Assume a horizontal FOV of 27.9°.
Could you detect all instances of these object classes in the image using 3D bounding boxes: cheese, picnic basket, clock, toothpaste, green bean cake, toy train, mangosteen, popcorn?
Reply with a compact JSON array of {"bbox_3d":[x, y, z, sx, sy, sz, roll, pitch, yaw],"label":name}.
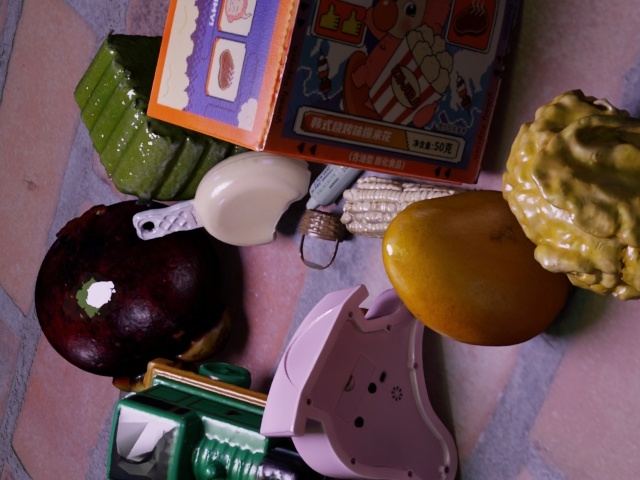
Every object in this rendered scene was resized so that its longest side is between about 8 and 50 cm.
[{"bbox_3d":[-0.144,-0.062,1.875,0.071,0.248,0.163,-103,20,-45],"label":"cheese"},{"bbox_3d":[0.000,0.000,1.848,0.072,0.072,0.083,17,94,47],"label":"picnic basket"},{"bbox_3d":[0.082,0.187,1.694,0.080,0.275,0.290,-14,45,51],"label":"clock"},{"bbox_3d":[0.044,-0.115,1.820,0.218,0.041,0.064,-49,51,34],"label":"toothpaste"},{"bbox_3d":[-0.218,-0.184,1.953,0.156,0.249,0.247,-53,54,36],"label":"green bean cake"},{"bbox_3d":[-0.123,0.292,1.827,0.429,0.249,0.178,13,100,23],"label":"toy train"},{"bbox_3d":[-0.283,0.106,2.031,0.307,0.307,0.347,-17,109,48],"label":"mangosteen"},{"bbox_3d":[0.305,-0.050,1.379,0.250,0.250,0.190,43,117,39],"label":"popcorn"}]

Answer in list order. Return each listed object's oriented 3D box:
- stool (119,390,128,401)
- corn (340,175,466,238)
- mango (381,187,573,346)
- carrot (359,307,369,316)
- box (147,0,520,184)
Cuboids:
[{"bbox_3d":[-0.297,0.292,2.190,0.096,0.096,0.110,-17,75,48],"label":"stool"},{"bbox_3d":[0.120,-0.040,1.708,0.210,0.087,0.087,7,97,42],"label":"corn"},{"bbox_3d":[0.175,0.034,1.506,0.138,0.257,0.187,7,97,49],"label":"mango"},{"bbox_3d":[0.057,0.191,1.770,0.072,0.072,0.205,-34,57,45],"label":"carrot"},{"bbox_3d":[0.023,-0.258,1.578,0.256,0.348,0.319,19,98,48],"label":"box"}]
